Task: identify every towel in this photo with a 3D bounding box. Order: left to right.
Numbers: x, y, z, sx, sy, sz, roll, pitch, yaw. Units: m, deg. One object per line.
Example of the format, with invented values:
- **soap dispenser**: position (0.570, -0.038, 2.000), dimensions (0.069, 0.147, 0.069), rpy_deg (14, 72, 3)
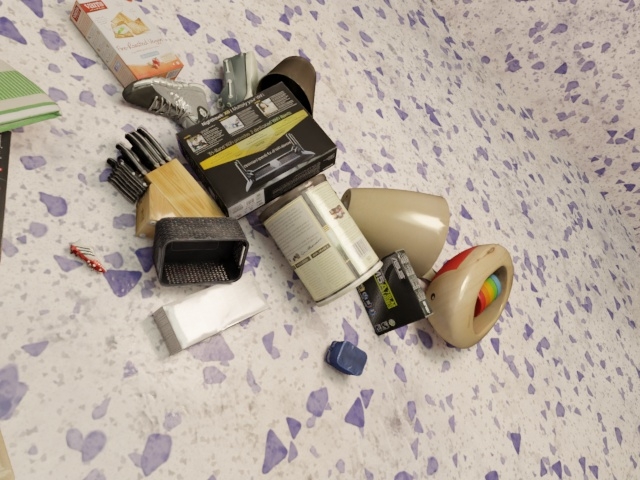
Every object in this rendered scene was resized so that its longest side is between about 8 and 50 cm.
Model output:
- **towel**: position (-0.669, -0.298, 0.903), dimensions (0.324, 0.038, 0.248), rpy_deg (34, 30, 1)

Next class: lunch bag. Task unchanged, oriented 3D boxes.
- **lunch bag**: position (0.059, 0.293, 1.267), dimensions (0.098, 0.065, 0.067), rpy_deg (38, 63, -20)

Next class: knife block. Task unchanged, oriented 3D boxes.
- **knife block**: position (-0.335, -0.121, 1.143), dimensions (0.275, 0.088, 0.242), rpy_deg (12, 60, -36)

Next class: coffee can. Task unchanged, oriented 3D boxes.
- **coffee can**: position (0.000, 0.000, 1.283), dimensions (0.201, 0.201, 0.275), rpy_deg (-34, 91, -46)

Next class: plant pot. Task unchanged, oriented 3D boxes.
- **plant pot**: position (0.187, -0.048, 1.468), dimensions (0.273, 0.256, 0.257), rpy_deg (17, 55, -14)

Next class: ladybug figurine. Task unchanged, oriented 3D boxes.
- **ladybug figurine**: position (0.465, 0.159, 1.583), dimensions (0.449, 0.161, 0.305), rpy_deg (-20, 116, -47)

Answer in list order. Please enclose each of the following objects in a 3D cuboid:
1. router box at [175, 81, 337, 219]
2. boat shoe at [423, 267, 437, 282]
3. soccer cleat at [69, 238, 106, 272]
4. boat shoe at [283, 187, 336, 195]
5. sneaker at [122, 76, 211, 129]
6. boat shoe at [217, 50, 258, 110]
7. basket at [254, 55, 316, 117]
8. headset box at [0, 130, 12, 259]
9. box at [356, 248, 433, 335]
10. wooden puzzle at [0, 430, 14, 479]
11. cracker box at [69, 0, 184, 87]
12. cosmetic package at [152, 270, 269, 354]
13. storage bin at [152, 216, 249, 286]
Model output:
- **router box**: position (-0.152, -0.219, 1.226), dimensions (0.308, 0.081, 0.243), rpy_deg (-31, 71, -17)
- **boat shoe**: position (0.348, 0.103, 1.640), dimensions (0.137, 0.049, 0.043), rpy_deg (37, 5, -16)
- **soccer cleat**: position (-0.453, 0.031, 0.999), dimensions (0.083, 0.029, 0.036), rpy_deg (40, 51, -11)
- **boat shoe**: position (-0.048, -0.158, 1.416), dimensions (0.233, 0.084, 0.079), rpy_deg (15, 58, -31)
- **sneaker**: position (-0.359, -0.321, 1.241), dimensions (0.228, 0.086, 0.132), rpy_deg (-15, 79, -45)
- **boat shoe**: position (-0.231, -0.381, 1.399), dimensions (0.099, 0.116, 0.320), rpy_deg (-2, 68, 6)
- **basket**: position (-0.087, -0.435, 1.477), dimensions (0.227, 0.154, 0.204), rpy_deg (-79, 149, -50)
- **headset box**: position (-0.644, -0.057, 0.824), dimensions (0.218, 0.110, 0.293), rpy_deg (7, 62, -38)
- **box**: position (0.190, 0.144, 1.377), dimensions (0.045, 0.184, 0.191), rpy_deg (-14, 77, -43)
- **wooden puzzle**: position (-0.578, 0.289, 0.708), dimensions (0.221, 0.044, 0.239), rpy_deg (-18, 90, -45)
- **cracker box**: position (-0.473, -0.490, 1.248), dimensions (0.232, 0.067, 0.155), rpy_deg (52, 44, -4)
- **cosmetic package**: position (-0.231, 0.152, 1.098), dimensions (0.239, 0.060, 0.099), rpy_deg (-20, 83, -45)
- **storage bin**: position (-0.255, 0.022, 1.073), dimensions (0.180, 0.122, 0.084), rpy_deg (-2, 37, -29)
